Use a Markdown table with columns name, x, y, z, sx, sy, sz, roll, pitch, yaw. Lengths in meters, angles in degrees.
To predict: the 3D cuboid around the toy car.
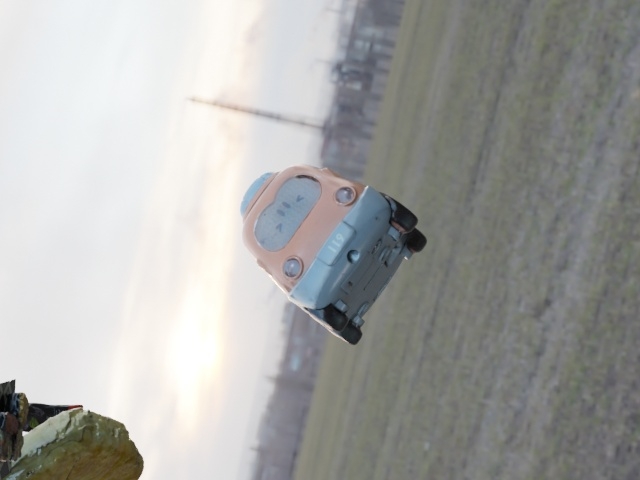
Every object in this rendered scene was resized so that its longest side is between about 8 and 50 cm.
| name | x | y | z | sx | sy | sz | roll | pitch | yaw |
| --- | --- | --- | --- | --- | --- | --- | --- | --- | --- |
| toy car | 0.000 | 0.000 | 1.527 | 0.180 | 0.212 | 0.270 | -55 | -15 | -3 |

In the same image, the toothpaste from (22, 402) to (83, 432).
| name | x | y | z | sx | sy | sz | roll | pitch | yaw |
| --- | --- | --- | --- | --- | --- | --- | --- | --- | --- |
| toothpaste | -0.504 | 0.319 | 2.095 | 0.193 | 0.045 | 0.071 | 19 | -112 | -46 |

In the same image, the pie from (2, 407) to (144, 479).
| name | x | y | z | sx | sy | sz | roll | pitch | yaw |
| --- | --- | --- | --- | --- | --- | --- | --- | --- | --- |
| pie | -0.421 | 0.418 | 1.842 | 0.083 | 0.339 | 0.339 | 41 | 131 | 38 |

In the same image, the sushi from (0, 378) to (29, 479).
| name | x | y | z | sx | sy | sz | roll | pitch | yaw |
| --- | --- | --- | --- | --- | --- | --- | --- | --- | --- |
| sushi | -0.366 | 0.227 | 1.363 | 0.126 | 0.026 | 0.120 | 16 | -104 | -87 |
